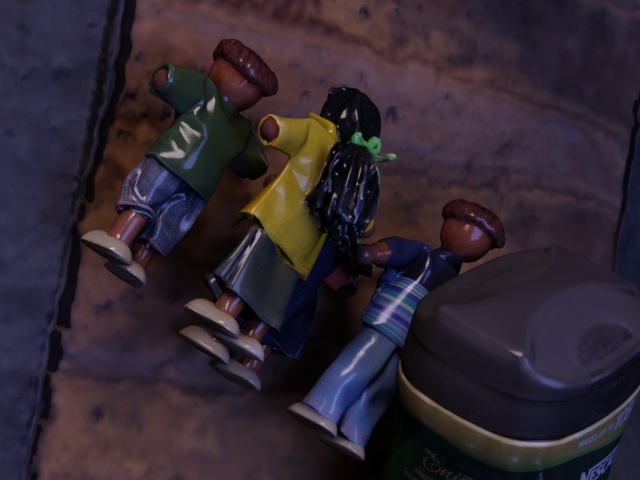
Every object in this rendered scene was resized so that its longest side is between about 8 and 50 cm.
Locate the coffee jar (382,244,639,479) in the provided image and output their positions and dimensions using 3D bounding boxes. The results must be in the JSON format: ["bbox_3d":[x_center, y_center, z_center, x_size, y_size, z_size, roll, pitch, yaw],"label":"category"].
[{"bbox_3d":[0.067,0.096,0.757,0.096,0.079,0.184,-26,135,-45],"label":"coffee jar"}]

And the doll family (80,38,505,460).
[{"bbox_3d":[0.000,0.000,0.727,0.111,0.076,0.193,-58,147,-14],"label":"doll family"}]
